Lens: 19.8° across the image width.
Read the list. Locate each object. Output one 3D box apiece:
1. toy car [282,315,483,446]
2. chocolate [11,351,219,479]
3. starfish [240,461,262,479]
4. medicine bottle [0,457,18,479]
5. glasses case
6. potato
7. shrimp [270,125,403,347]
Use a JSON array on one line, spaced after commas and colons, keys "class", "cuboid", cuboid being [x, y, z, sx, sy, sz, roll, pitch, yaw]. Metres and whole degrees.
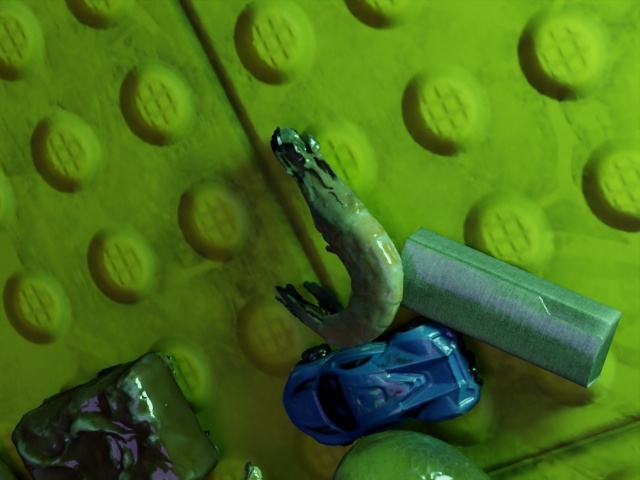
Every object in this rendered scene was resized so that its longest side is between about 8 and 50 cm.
[{"class": "toy car", "cuboid": [0.051, 0.140, 1.747, 0.216, 0.063, 0.103, -19, 97, 32]}, {"class": "chocolate", "cuboid": [-0.221, 0.215, 1.902, 0.214, 0.093, 0.148, -28, 91, 32]}, {"class": "starfish", "cuboid": [-0.130, 0.350, 1.794, 0.302, 0.060, 0.299, -39, 56, 13]}, {"class": "medicine bottle", "cuboid": [-0.384, 0.246, 2.019, 0.059, 0.059, 0.231, -42, 85, 32]}, {"class": "glasses case", "cuboid": [0.165, 0.061, 1.669, 0.205, 0.047, 0.070, 24, 115, 20]}, {"class": "potato", "cuboid": [0.113, 0.289, 1.712, 0.251, 0.159, 0.174, 36, 149, 4]}, {"class": "shrimp", "cuboid": [0.000, 0.000, 1.728, 0.152, 0.046, 0.219, -46, 68, 45]}]
